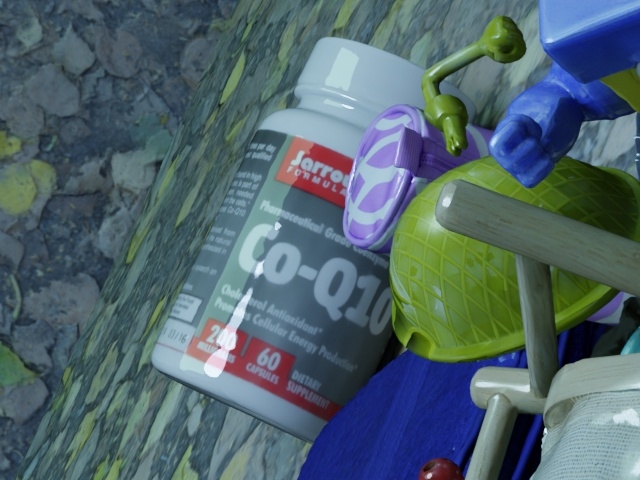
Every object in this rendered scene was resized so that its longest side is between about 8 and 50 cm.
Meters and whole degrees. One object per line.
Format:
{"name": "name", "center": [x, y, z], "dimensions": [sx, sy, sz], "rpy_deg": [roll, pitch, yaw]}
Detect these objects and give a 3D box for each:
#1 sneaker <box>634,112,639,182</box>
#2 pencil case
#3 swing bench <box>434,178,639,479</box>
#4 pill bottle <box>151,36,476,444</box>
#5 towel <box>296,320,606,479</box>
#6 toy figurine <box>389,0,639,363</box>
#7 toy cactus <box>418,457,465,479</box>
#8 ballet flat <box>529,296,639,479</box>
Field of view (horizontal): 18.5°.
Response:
{"name": "sneaker", "center": [0.210, -0.142, 0.933], "dimensions": [0.131, 0.112, 0.319], "rpy_deg": [0, -80, -70]}
{"name": "pencil case", "center": [0.114, -0.009, 1.030], "dimensions": [0.088, 0.206, 0.086], "rpy_deg": [167, 115, -68]}
{"name": "swing bench", "center": [0.135, 0.145, 0.666], "dimensions": [0.165, 0.255, 0.253], "rpy_deg": [73, -147, -59]}
{"name": "pill bottle", "center": [0.000, 0.000, 1.488], "dimensions": [0.283, 0.161, 0.161], "rpy_deg": [-65, 14, -7]}
{"name": "towel", "center": [0.063, 0.148, 1.202], "dimensions": [0.308, 0.076, 0.227], "rpy_deg": [-45, 16, 53]}
{"name": "toy figurine", "center": [0.132, -0.096, 0.741], "dimensions": [0.363, 0.217, 0.191], "rpy_deg": [-17, 58, 29]}
{"name": "toy cactus", "center": [0.089, 0.164, 0.954], "dimensions": [0.180, 0.219, 0.112], "rpy_deg": [-34, 43, -11]}
{"name": "ballet flat", "center": [0.114, 0.214, 0.835], "dimensions": [0.409, 0.147, 0.147], "rpy_deg": [-62, 14, -9]}
